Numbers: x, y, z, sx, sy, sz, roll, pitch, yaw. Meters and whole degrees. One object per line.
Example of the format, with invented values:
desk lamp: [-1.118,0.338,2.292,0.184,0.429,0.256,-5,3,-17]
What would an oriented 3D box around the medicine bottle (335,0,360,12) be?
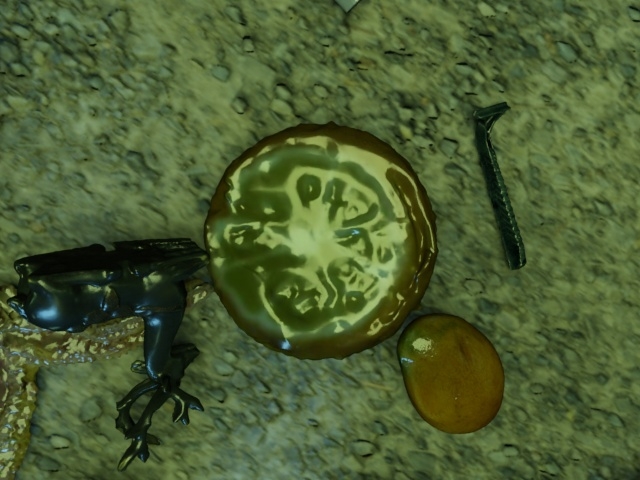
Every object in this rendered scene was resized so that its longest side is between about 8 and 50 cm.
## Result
medicine bottle: [-0.024,-0.348,0.961,0.221,0.061,0.092,47,72,-8]

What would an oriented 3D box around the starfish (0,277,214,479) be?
starfish: [-0.370,0.146,0.947,0.398,0.132,0.384,23,93,-30]

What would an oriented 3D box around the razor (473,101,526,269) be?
razor: [0.205,-0.059,1.020,0.066,0.033,0.190,-23,103,-43]

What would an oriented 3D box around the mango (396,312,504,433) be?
mango: [0.145,0.142,0.991,0.115,0.089,0.165,-34,116,-22]

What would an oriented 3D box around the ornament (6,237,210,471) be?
ornament: [-0.210,0.125,0.913,0.202,0.080,0.236,-8,113,-30]

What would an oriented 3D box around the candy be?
candy: [0.000,0.000,0.967,0.259,0.118,0.260,0,93,-3]
